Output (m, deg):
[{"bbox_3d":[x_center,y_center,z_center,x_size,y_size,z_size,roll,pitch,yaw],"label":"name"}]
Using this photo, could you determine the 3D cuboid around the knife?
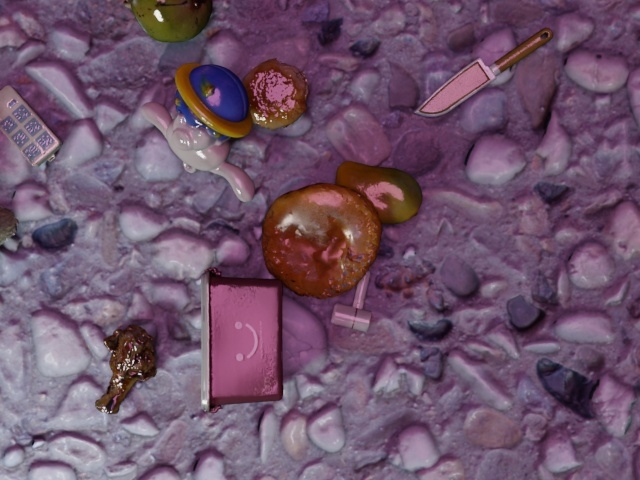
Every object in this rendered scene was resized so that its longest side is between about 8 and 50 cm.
[{"bbox_3d":[0.352,-0.367,1.838,0.343,0.027,0.061,-35,92,2],"label":"knife"}]

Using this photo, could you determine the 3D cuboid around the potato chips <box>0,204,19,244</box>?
[{"bbox_3d":[-0.759,0.008,1.812,0.167,0.059,0.228,40,88,8],"label":"potato chips"}]

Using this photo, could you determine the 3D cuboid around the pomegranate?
[{"bbox_3d":[-0.327,-0.500,1.790,0.179,0.210,0.179,9,76,-37],"label":"pomegranate"}]

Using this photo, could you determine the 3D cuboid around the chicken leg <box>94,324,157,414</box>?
[{"bbox_3d":[-0.411,0.276,1.799,0.125,0.080,0.196,8,95,11],"label":"chicken leg"}]

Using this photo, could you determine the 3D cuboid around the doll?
[{"bbox_3d":[-0.226,-0.220,1.746,0.242,0.159,0.311,-39,92,22],"label":"doll"}]

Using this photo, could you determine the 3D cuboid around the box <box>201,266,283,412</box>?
[{"bbox_3d":[-0.163,0.203,1.744,0.167,0.193,0.294,0,87,-8],"label":"box"}]

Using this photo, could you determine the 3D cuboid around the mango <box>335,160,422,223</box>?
[{"bbox_3d":[0.123,-0.098,1.805,0.191,0.085,0.122,11,100,10],"label":"mango"}]

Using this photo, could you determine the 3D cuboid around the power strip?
[{"bbox_3d":[-0.646,-0.249,1.837,0.081,0.035,0.192,-41,89,-1],"label":"power strip"}]

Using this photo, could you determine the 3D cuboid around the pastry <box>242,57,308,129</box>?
[{"bbox_3d":[-0.099,-0.311,1.812,0.153,0.081,0.153,0,88,2],"label":"pastry"}]

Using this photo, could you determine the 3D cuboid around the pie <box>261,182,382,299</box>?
[{"bbox_3d":[-0.001,0.001,1.778,0.273,0.069,0.273,4,108,12],"label":"pie"}]

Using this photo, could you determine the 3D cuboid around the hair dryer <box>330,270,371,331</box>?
[{"bbox_3d":[0.077,0.121,1.813,0.082,0.047,0.137,15,82,2],"label":"hair dryer"}]
